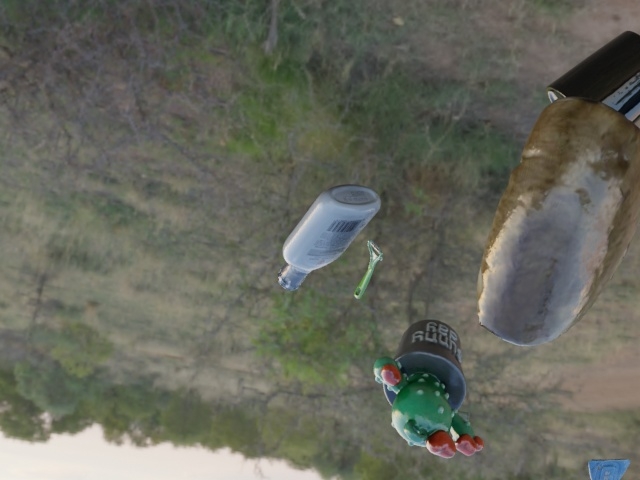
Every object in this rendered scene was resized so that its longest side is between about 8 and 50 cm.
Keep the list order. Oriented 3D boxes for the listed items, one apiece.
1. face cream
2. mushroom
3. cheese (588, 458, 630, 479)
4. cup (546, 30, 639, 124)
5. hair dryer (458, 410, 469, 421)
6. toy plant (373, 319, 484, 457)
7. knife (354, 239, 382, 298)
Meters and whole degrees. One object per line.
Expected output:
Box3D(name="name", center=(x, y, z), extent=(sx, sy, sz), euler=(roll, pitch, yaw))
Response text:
Box3D(name="face cream", center=(0.000, 0.000, 1.604), extent=(0.144, 0.071, 0.291), euler=(-5, 147, -34))
Box3D(name="mushroom", center=(0.423, -0.012, 1.446), extent=(0.224, 0.397, 0.314), euler=(25, 165, 22))
Box3D(name="cheese", center=(0.776, 0.703, 2.244), extent=(0.135, 0.245, 0.052), euler=(0, -156, -8))
Box3D(name="cup", center=(0.543, -0.298, 1.570), extent=(0.166, 0.177, 0.239), euler=(46, -173, -21))
Box3D(name="hair dryer", center=(0.363, 0.490, 2.181), extent=(0.063, 0.038, 0.124), euler=(8, -170, 13))
Box3D(name="toy plant", center=(0.223, 0.324, 1.792), extent=(0.185, 0.279, 0.400), euler=(-22, -162, 20))
Box3D(name="knife", center=(0.127, 0.084, 2.166), extent=(0.022, 0.166, 0.078), euler=(4, -152, -27))
